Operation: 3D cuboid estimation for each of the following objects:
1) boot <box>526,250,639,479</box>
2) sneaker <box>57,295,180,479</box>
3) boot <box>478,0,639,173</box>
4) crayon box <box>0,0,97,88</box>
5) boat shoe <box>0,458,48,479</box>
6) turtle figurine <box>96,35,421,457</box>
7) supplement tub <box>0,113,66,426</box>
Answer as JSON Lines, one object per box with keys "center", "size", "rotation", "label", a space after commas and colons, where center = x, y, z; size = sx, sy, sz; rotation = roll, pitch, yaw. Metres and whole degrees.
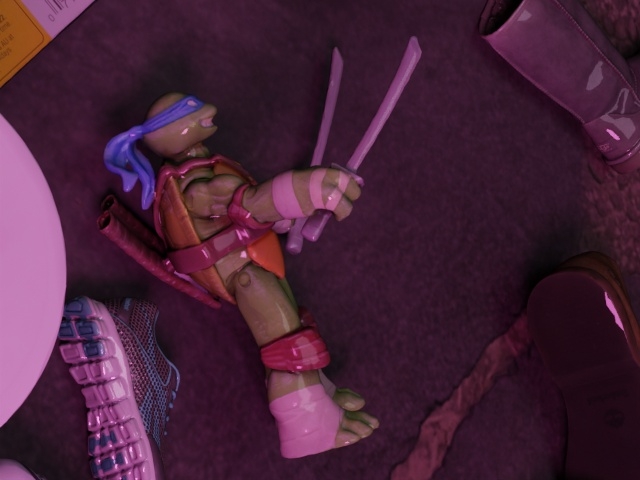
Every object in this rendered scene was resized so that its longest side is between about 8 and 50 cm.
{"center": [0.269, 0.155, 1.379], "size": [0.115, 0.112, 0.305], "rotation": [-36, 113, -62], "label": "boot"}
{"center": [-0.125, 0.114, 1.094], "size": [0.076, 0.065, 0.167], "rotation": [-14, 92, -43], "label": "sneaker"}
{"center": [0.252, -0.187, 1.450], "size": [0.208, 0.076, 0.190], "rotation": [41, 57, -18], "label": "boot"}
{"center": [-0.284, -0.251, 1.019], "size": [0.318, 0.081, 0.202], "rotation": [53, 54, -19], "label": "crayon box"}
{"center": [-0.132, 0.258, 1.033], "size": [0.102, 0.108, 0.301], "rotation": [-37, 108, -36], "label": "boat shoe"}
{"center": [0.000, 0.000, 1.128], "size": [0.274, 0.197, 0.266], "rotation": [-23, 100, -35], "label": "turtle figurine"}
{"center": [-0.291, 0.030, 0.810], "size": [0.228, 0.316, 0.228], "rotation": [8, 76, -37], "label": "supplement tub"}
